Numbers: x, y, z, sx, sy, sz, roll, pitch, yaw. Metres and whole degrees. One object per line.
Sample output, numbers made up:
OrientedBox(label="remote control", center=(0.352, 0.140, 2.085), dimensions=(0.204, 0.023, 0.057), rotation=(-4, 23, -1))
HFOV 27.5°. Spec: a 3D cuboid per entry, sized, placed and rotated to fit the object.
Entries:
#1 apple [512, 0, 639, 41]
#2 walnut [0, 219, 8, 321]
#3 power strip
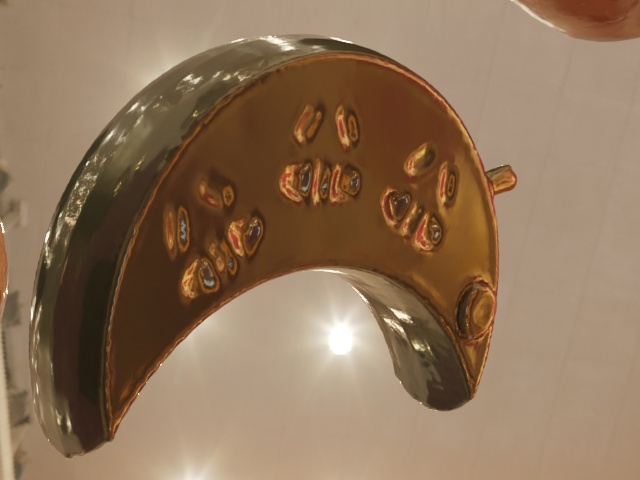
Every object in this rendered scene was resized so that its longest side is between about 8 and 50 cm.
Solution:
OrientedBox(label="apple", center=(0.167, -0.305, 0.879), dimensions=(0.348, 0.348, 0.277), rotation=(28, -69, -8))
OrientedBox(label="walnut", center=(-0.317, 0.012, 0.981), dimensions=(0.159, 0.159, 0.207), rotation=(-1, -73, 3))
OrientedBox(label="power strip", center=(0.000, 0.000, 0.542), dimensions=(0.253, 0.054, 0.168), rotation=(-3, -77, -43))
